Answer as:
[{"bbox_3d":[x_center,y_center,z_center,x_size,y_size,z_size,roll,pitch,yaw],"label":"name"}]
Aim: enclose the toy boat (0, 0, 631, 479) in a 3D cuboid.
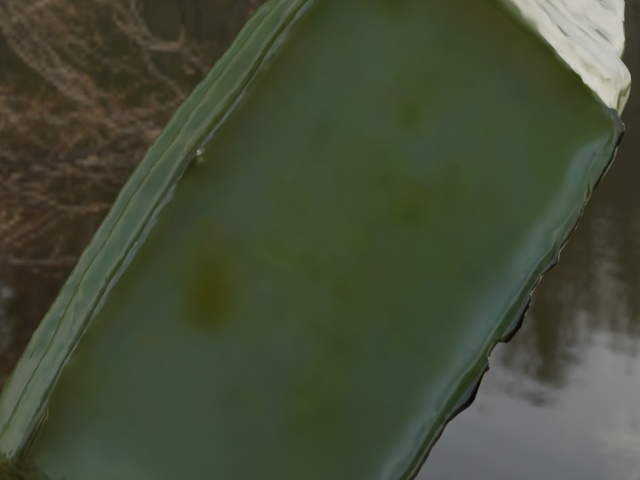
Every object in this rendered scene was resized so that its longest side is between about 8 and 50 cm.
[{"bbox_3d":[0.002,-0.001,0.386,0.111,0.276,0.084,38,-10,-12],"label":"toy boat"}]
